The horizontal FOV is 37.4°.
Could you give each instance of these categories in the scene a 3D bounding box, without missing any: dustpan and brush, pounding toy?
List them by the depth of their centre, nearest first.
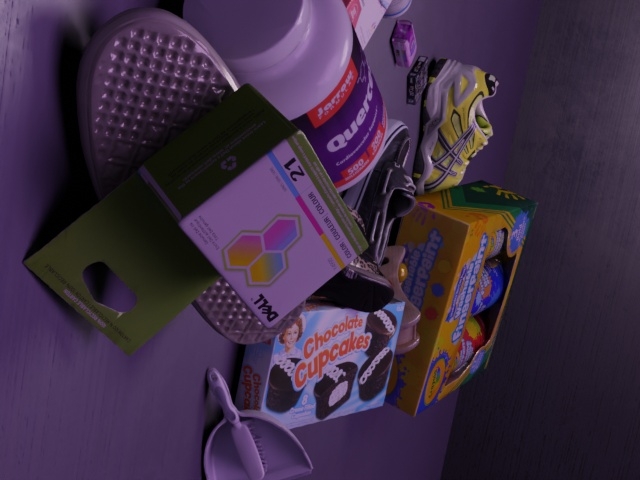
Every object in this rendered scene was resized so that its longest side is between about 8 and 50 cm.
[{"bbox_3d":[-0.110,0.262,1.305,0.060,0.147,0.211,-83,153,-77],"label":"dustpan and brush"},{"bbox_3d":[0.109,0.098,1.704,0.269,0.154,0.155,-70,163,-46],"label":"pounding toy"}]

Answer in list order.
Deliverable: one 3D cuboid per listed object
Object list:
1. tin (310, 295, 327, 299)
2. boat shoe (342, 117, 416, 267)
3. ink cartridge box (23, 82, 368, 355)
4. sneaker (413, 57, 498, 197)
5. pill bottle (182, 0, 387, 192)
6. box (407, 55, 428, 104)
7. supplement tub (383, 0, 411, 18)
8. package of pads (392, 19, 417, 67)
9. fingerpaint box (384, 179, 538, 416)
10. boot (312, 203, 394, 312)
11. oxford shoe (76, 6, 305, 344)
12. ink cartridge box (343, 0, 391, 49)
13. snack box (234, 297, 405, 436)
[{"bbox_3d":[-0.014,0.177,1.571,0.106,0.040,0.190,-63,165,-59],"label":"tin"},{"bbox_3d":[0.114,-0.075,1.684,0.121,0.119,0.335,77,32,-54],"label":"boat shoe"},{"bbox_3d":[-0.106,0.012,0.875,0.255,0.097,0.189,-40,140,-5],"label":"ink cartridge box"},{"bbox_3d":[0.298,-0.208,2.102,0.145,0.147,0.385,-58,156,-49],"label":"sneaker"},{"bbox_3d":[-0.037,-0.180,1.056,0.323,0.181,0.181,51,55,-68],"label":"pill bottle"},{"bbox_3d":[0.197,-0.325,1.918,0.067,0.018,0.083,86,25,-43],"label":"box"},{"bbox_3d":[0.103,-0.406,1.494,0.107,0.071,0.071,55,51,-68],"label":"supplement tub"},{"bbox_3d":[0.155,-0.363,1.744,0.083,0.032,0.050,64,40,-63],"label":"package of pads"},{"bbox_3d":[0.288,0.117,2.093,0.371,0.163,0.445,-15,123,-55],"label":"fingerpaint box"},{"bbox_3d":[0.000,0.002,1.445,0.085,0.236,0.178,-45,-143,24],"label":"boot"},{"bbox_3d":[-0.132,-0.056,0.975,0.130,0.169,0.449,61,-4,40],"label":"oxford shoe"},{"bbox_3d":[0.062,-0.376,1.350,0.198,0.067,0.115,-62,159,-14],"label":"ink cartridge box"},{"bbox_3d":[0.004,0.184,1.466,0.322,0.060,0.187,-1,105,-52],"label":"snack box"}]
